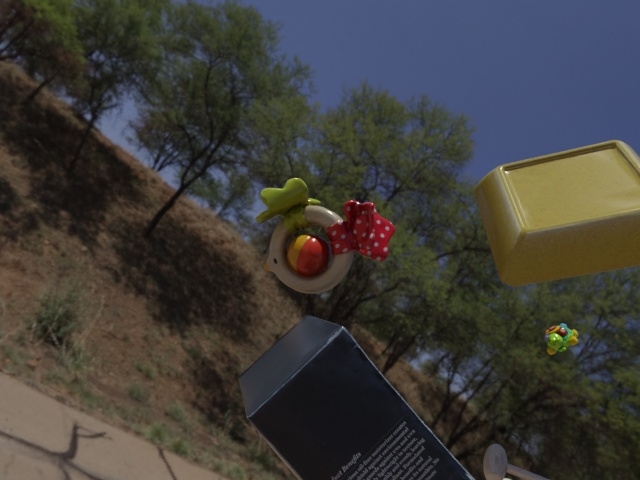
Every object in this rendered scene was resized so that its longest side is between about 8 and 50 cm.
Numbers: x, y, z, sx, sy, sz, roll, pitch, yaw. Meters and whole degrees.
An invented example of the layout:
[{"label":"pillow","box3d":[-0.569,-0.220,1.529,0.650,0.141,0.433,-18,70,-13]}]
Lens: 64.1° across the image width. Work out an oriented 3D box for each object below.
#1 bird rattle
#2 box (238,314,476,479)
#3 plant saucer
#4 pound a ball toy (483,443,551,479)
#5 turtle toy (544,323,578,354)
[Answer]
[{"label":"bird rattle","box3d":[0.000,0.000,0.958,0.254,0.206,0.143,24,7,10]},{"label":"box","box3d":[0.031,0.287,0.797,0.294,0.183,0.296,50,-12,-3]},{"label":"plant saucer","box3d":[0.477,-0.078,0.961,0.333,0.332,0.081,-12,-55,14]},{"label":"pound a ball toy","box3d":[0.438,0.574,0.988,0.319,0.136,0.208,23,-54,22]},{"label":"turtle toy","box3d":[0.709,0.293,1.525,0.066,0.095,0.130,56,30,5]}]
